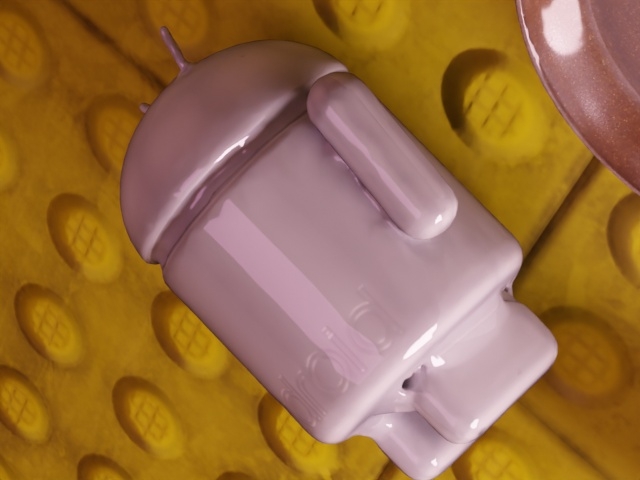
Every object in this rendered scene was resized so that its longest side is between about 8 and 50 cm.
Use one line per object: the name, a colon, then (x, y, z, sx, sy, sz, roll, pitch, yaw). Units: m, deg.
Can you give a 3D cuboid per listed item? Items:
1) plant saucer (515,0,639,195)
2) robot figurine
plant saucer: (0.258, -0.115, 1.110, 0.310, 0.050, 0.310, 28, 147, 20)
robot figurine: (0.000, 0.000, 1.338, 0.353, 0.200, 0.300, 45, 143, 8)
